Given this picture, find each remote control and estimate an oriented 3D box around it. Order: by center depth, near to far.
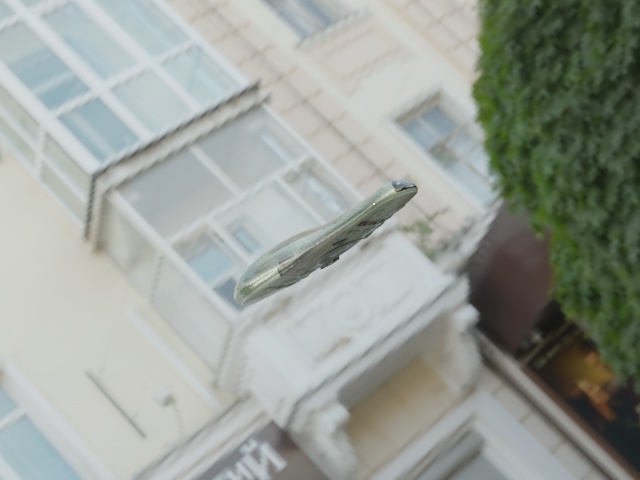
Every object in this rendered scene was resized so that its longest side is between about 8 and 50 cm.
[{"bbox_3d":[0.001,0.001,1.477,0.256,0.045,0.097,-32,-8,30],"label":"remote control"}]
